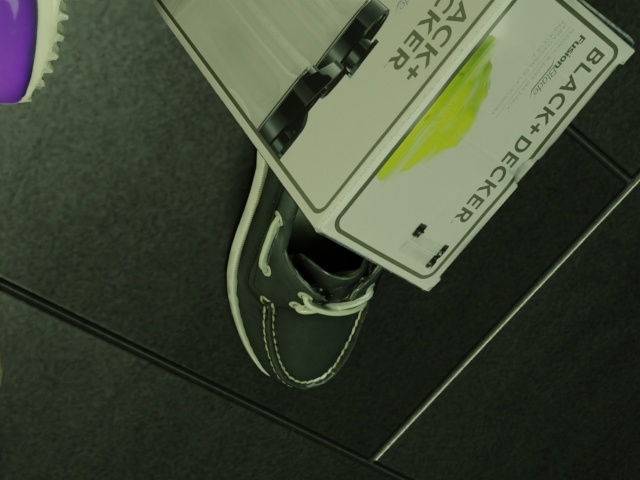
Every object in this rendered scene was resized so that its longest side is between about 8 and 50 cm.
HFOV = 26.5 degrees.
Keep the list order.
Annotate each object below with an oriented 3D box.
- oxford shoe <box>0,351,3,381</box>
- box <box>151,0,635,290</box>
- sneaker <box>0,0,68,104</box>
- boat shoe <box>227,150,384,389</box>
[{"bbox_3d":[-0.290,0.239,0.973,0.146,0.140,0.397,-13,133,-33],"label":"oxford shoe"},{"bbox_3d":[0.022,-0.126,0.761,0.087,0.290,0.169,29,108,-39],"label":"box"},{"bbox_3d":[-0.218,-0.207,0.714,0.146,0.102,0.293,-10,122,-16],"label":"sneaker"},{"bbox_3d":[0.000,0.000,0.974,0.114,0.091,0.302,-12,128,-19],"label":"boat shoe"}]
